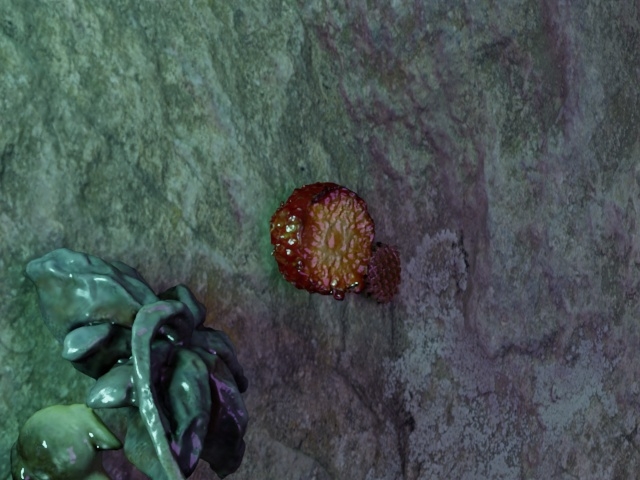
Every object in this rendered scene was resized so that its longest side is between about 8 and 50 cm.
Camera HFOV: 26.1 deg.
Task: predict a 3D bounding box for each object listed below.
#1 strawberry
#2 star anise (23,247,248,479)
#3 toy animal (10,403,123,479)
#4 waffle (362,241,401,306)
[{"bbox_3d":[0.000,0.000,1.673,0.145,0.086,0.145,4,85,-48],"label":"strawberry"},{"bbox_3d":[-0.145,0.132,1.382,0.359,0.139,0.316,45,23,-14],"label":"star anise"},{"bbox_3d":[-0.248,0.282,1.380,0.169,0.121,0.233,23,82,-29],"label":"toy animal"},{"bbox_3d":[0.079,0.043,1.804,0.075,0.029,0.083,12,83,-47],"label":"waffle"}]
